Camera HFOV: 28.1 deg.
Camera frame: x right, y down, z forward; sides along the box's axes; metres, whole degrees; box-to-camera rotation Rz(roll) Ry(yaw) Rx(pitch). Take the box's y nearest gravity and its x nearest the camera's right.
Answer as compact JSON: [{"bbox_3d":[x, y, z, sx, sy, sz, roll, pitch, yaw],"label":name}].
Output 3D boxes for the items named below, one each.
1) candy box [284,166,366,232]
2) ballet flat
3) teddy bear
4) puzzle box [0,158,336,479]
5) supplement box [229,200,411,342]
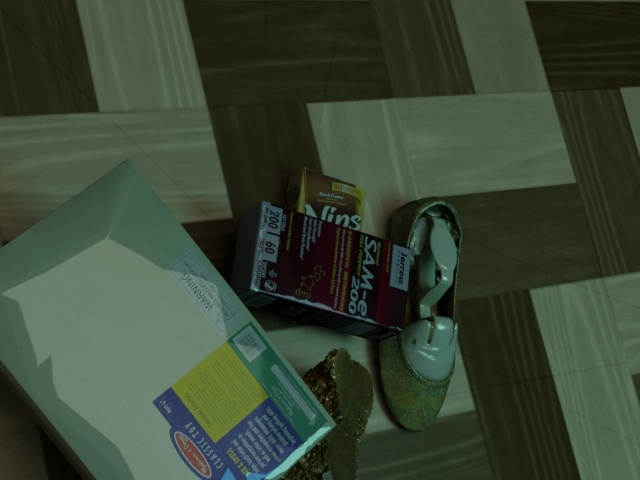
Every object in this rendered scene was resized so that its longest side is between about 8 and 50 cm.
[{"bbox_3d":[0.000,0.000,1.827,0.109,0.053,0.186,17,64,-25],"label":"candy box"},{"bbox_3d":[0.153,0.097,1.850,0.123,0.123,0.348,14,67,-27],"label":"ballet flat"},{"bbox_3d":[-0.020,0.305,1.642,0.245,0.113,0.337,28,58,-52],"label":"teddy bear"},{"bbox_3d":[-0.202,0.143,1.467,0.272,0.052,0.409,-39,93,-29],"label":"puzzle box"},{"bbox_3d":[0.003,0.045,1.739,0.239,0.073,0.130,17,67,-26],"label":"supplement box"}]
